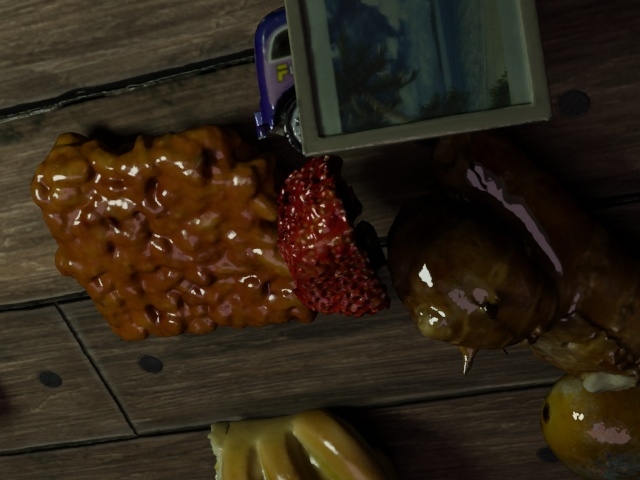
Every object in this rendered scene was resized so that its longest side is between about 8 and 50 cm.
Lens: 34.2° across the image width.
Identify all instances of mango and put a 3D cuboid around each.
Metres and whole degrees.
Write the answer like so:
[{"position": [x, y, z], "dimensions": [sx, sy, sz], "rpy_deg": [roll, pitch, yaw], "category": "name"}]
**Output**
[{"position": [0.424, 0.255, 1.357], "dimensions": [0.316, 0.146, 0.193], "rpy_deg": [23, 140, -28], "category": "mango"}]

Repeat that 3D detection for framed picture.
[{"position": [0.076, -0.246, 0.956], "dimensions": [0.232, 0.024, 0.314], "rpy_deg": [-9, 89, 10], "category": "framed picture"}]

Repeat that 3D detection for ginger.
[{"position": [0.241, 0.065, 1.176], "dimensions": [0.418, 0.254, 0.176], "rpy_deg": [38, 160, -24], "category": "ginger"}]

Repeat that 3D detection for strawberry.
[{"position": [0.000, 0.000, 1.107], "dimensions": [0.106, 0.286, 0.188], "rpy_deg": [-24, 80, 6], "category": "strawberry"}]

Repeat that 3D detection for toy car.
[{"position": [0.046, -0.176, 1.052], "dimensions": [0.235, 0.172, 0.157], "rpy_deg": [-9, 98, 13], "category": "toy car"}]

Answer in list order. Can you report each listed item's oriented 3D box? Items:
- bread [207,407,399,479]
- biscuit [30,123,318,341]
[{"position": [-0.009, 0.394, 1.495], "dimensions": [0.270, 0.211, 0.315], "rpy_deg": [-7, 130, 13], "category": "bread"}, {"position": [-0.170, -0.005, 1.265], "dimensions": [0.312, 0.110, 0.318], "rpy_deg": [-7, 127, 17], "category": "biscuit"}]
